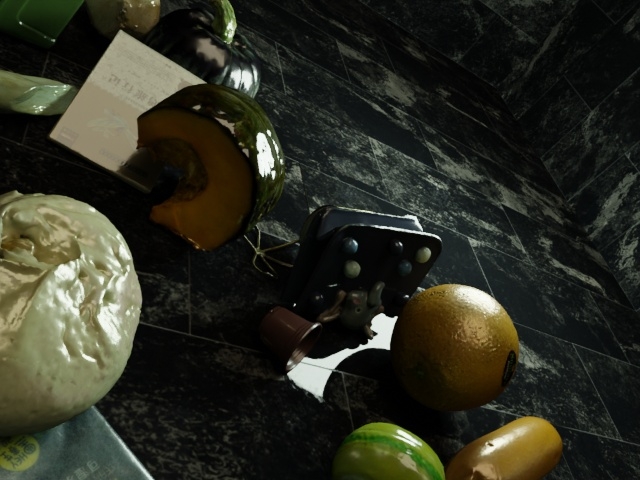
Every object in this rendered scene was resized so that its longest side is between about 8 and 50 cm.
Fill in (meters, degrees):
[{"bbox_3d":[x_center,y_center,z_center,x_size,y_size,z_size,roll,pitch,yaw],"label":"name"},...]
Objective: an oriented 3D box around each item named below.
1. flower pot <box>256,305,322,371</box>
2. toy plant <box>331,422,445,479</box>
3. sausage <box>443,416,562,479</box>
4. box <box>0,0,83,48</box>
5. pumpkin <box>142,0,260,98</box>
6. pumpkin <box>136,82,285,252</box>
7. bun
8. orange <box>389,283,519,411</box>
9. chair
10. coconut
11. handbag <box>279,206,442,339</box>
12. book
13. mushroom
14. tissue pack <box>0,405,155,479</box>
[{"bbox_3d":[-0.065,0.176,1.149,0.089,0.111,0.111,34,30,17],"label":"flower pot"},{"bbox_3d":[0.059,0.437,0.912,0.224,0.185,0.316,55,41,-14],"label":"toy plant"},{"bbox_3d":[0.379,0.460,1.267,0.354,0.116,0.134,-7,66,-45],"label":"sausage"},{"bbox_3d":[-0.626,-0.586,1.318,0.178,0.253,0.328,23,36,-49],"label":"box"},{"bbox_3d":[-0.267,-0.447,1.490,0.296,0.296,0.295,28,35,-22],"label":"pumpkin"},{"bbox_3d":[-0.201,-0.154,1.208,0.257,0.303,0.225,7,32,8],"label":"pumpkin"},{"bbox_3d":[-0.393,0.061,0.768,0.361,0.213,0.361,17,27,-9],"label":"bun"},{"bbox_3d":[0.276,0.225,1.292,0.274,0.274,0.274,28,35,-22],"label":"orange"},{"bbox_3d":[0.000,0.000,1.365,0.326,0.170,0.159,15,43,-45],"label":"chair"},{"bbox_3d":[-0.474,-0.566,1.486,0.194,0.194,0.194,28,35,-22],"label":"coconut"},{"bbox_3d":[0.089,0.076,1.298,0.326,0.269,0.118,6,28,-39],"label":"handbag"},{"bbox_3d":[-0.386,-0.271,1.273,0.217,0.021,0.310,30,60,-19],"label":"book"},{"bbox_3d":[-0.582,-0.272,1.118,0.107,0.087,0.333,30,20,34],"label":"mushroom"},{"bbox_3d":[-0.296,0.325,0.736,0.257,0.081,0.185,46,33,9],"label":"tissue pack"}]
